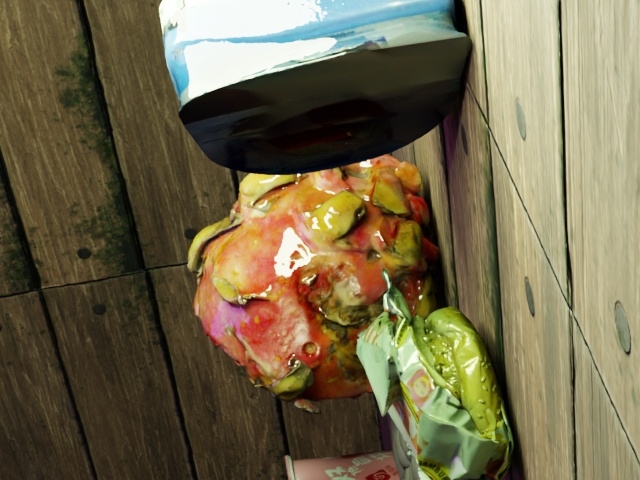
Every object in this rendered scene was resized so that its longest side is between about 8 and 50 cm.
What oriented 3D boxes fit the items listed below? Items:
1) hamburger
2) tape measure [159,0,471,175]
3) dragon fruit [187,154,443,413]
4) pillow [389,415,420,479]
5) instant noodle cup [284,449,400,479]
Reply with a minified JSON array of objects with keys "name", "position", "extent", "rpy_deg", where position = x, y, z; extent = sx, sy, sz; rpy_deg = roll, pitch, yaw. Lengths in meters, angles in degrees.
[{"name":"hamburger","position":[0.114,0.135,1.415],"extent":[0.214,0.125,0.235],"rpy_deg":[157,100,-82]},{"name":"tape measure","position":[-0.001,-0.169,1.325],"extent":[0.262,0.259,0.138],"rpy_deg":[71,-172,-71]},{"name":"dragon fruit","position":[0.000,0.000,1.726],"extent":[0.314,0.296,0.263],"rpy_deg":[47,132,32]},{"name":"pillow","position":[0.146,0.291,1.680],"extent":[0.228,0.101,0.326],"rpy_deg":[95,164,-70]},{"name":"instant noodle cup","position":[0.084,0.376,1.872],"extent":[0.243,0.231,0.243],"rpy_deg":[169,90,-88]}]
